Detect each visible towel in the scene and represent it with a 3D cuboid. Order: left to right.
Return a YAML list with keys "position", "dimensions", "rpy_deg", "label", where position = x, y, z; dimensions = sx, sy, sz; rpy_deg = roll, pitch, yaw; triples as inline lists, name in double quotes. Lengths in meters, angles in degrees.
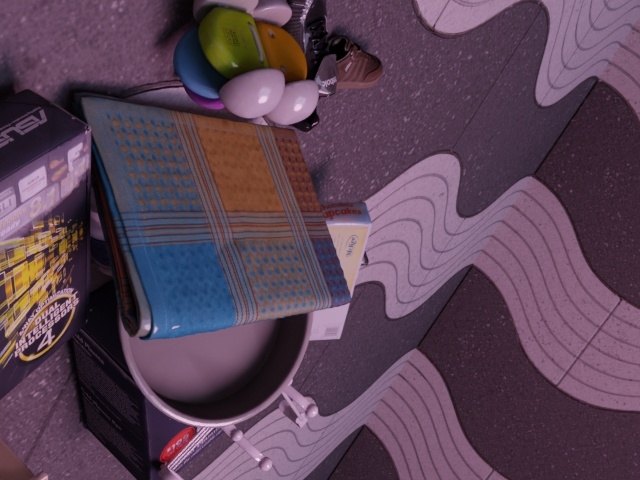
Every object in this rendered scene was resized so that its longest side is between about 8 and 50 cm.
- position: [-0.113, -0.029, 0.914]
  dimensions: [0.040, 0.271, 0.370]
  rpy_deg: [-25, 167, 33]
  label: "towel"

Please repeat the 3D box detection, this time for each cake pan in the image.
- position: [-0.135, 0.090, 0.984]
  dimensions: [0.293, 0.054, 0.293]
  rpy_deg: [0, 90, -41]
  label: "cake pan"

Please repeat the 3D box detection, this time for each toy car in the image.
- position: [-0.098, -0.207, 0.892]
  dimensions: [0.136, 0.159, 0.182]
  rpy_deg: [-21, 173, 27]
  label: "toy car"

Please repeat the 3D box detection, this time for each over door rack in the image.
- position: [-0.114, 0.342, 1.240]
  dimensions: [0.239, 0.108, 0.324]
  rpy_deg: [-45, 159, -16]
  label: "over door rack"

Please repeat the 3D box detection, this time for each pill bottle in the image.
- position: [-0.255, -0.014, 0.936]
  dimensions: [0.067, 0.067, 0.120]
  rpy_deg: [-40, 156, -29]
  label: "pill bottle"

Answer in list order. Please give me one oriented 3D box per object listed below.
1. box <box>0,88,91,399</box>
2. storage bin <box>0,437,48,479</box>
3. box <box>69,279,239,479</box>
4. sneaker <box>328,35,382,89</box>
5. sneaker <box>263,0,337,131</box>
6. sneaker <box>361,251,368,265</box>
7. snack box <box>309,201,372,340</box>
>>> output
- position: [-0.380, 0.080, 0.700]
  dimensions: [0.395, 0.097, 0.318]
  rpy_deg: [-46, 161, -42]
  label: "box"
- position: [-0.513, 0.418, 1.009]
  dimensions: [0.262, 0.123, 0.260]
  rpy_deg: [-32, 150, -43]
  label: "storage bin"
- position: [-0.193, 0.162, 1.187]
  dimensions: [0.343, 0.179, 0.312]
  rpy_deg: [-38, 153, -34]
  label: "box"
- position: [0.044, -0.272, 1.146]
  dimensions: [0.188, 0.066, 0.071]
  rpy_deg: [-26, 146, -49]
  label: "sneaker"
- position: [-0.014, -0.244, 1.015]
  dimensions: [0.078, 0.106, 0.234]
  rpy_deg: [-33, 151, -42]
  label: "sneaker"
- position: [-0.019, 0.092, 1.514]
  dimensions: [0.271, 0.108, 0.100]
  rpy_deg: [-45, 160, 11]
  label: "sneaker"
- position: [-0.031, 0.066, 1.381]
  dimensions: [0.187, 0.060, 0.322]
  rpy_deg: [-1, 136, -14]
  label: "snack box"
